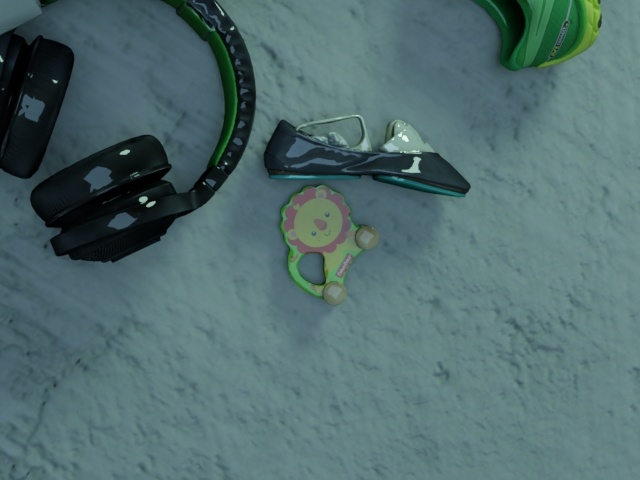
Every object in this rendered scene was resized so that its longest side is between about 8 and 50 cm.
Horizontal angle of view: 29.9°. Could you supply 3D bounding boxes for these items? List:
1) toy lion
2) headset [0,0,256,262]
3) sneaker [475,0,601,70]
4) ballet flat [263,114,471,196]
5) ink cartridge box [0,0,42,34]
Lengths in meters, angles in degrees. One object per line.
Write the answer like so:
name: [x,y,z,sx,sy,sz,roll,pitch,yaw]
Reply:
toy lion: [0.000,0.000,1.159,0.096,0.034,0.100,29,92,-6]
headset: [-0.237,-0.074,1.071,0.243,0.185,0.394,45,72,-9]
sneaker: [0.156,-0.291,1.108,0.123,0.109,0.295,-30,101,-6]
ballet flat: [0.048,-0.083,1.137,0.203,0.074,0.074,5,96,-9]
ink cartridge box: [-0.460,-0.237,0.923,0.395,0.166,0.285,-28,77,-7]
